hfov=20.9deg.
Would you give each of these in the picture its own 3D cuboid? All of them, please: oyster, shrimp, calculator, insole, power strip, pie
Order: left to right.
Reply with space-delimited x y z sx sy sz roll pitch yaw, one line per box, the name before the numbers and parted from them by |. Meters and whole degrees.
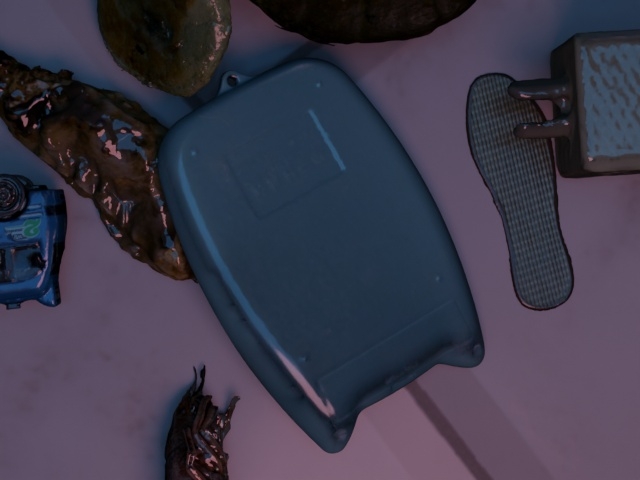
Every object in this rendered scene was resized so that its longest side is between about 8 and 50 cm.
oyster | -0.211 -0.077 1.740 0.345 0.078 0.128 37 96 -5
pie | -0.157 -0.231 1.704 0.041 0.187 0.187 -18 91 -45
shrimp | -0.119 0.213 1.730 0.073 0.075 0.190 9 58 -23
calculator | 0.000 0.000 1.734 0.256 0.054 0.386 -30 92 -16
insole | 0.210 -0.051 1.793 0.086 0.005 0.253 -15 91 -3
power strip | 0.295 -0.135 1.733 0.224 0.140 0.139 -3 90 -2

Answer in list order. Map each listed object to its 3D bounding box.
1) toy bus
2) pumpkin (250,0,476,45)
toy bus | -0.371 0.009 1.703 0.246 0.113 0.134 -7 92 -3
pumpkin | 0.039 -0.338 1.691 0.320 0.192 0.320 0 92 -5
